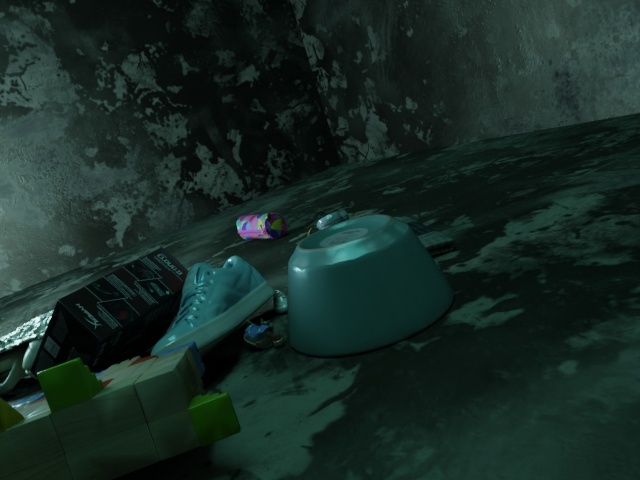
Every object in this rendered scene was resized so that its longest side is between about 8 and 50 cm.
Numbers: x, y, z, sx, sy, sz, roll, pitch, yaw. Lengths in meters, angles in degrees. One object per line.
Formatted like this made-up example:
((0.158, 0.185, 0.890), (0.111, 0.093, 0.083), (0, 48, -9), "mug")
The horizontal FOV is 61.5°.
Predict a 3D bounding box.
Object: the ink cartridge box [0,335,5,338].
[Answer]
((-0.798, 0.286, 1.353), (0.048, 0.083, 0.028), (-27, 3, -36), "ink cartridge box")

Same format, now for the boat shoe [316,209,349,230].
((0.036, -0.024, 1.331), (0.083, 0.076, 0.226), (-25, -1, 11), "boat shoe")

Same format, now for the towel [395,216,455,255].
((0.119, 0.031, 1.288), (0.324, 0.056, 0.312), (-18, 15, -8), "towel")

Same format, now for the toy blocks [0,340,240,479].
((-0.299, 0.240, 0.730), (0.381, 0.191, 0.261), (-20, 1, -5), "toy blocks")

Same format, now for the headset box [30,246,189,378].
((-0.389, 0.155, 1.062), (0.218, 0.110, 0.293), (-54, -8, 31), "headset box")

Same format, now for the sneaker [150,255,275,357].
((-0.227, 0.127, 1.023), (0.135, 0.150, 0.366), (-43, -3, 22), "sneaker")

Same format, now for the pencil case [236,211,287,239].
((-0.221, -0.052, 1.980), (0.104, 0.104, 0.236), (-26, 14, -32), "pencil case")

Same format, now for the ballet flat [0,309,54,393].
((-0.641, 0.263, 1.189), (0.409, 0.147, 0.147), (-21, 11, 16), "ballet flat")

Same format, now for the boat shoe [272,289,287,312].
((-0.087, 0.128, 1.158), (0.035, 0.035, 0.100), (-20, 12, -9), "boat shoe")

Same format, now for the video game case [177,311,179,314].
((-0.365, 0.154, 1.460), (0.285, 0.025, 0.204), (-14, 13, 21), "video game case")

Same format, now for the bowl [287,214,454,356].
((0.065, 0.059, 0.958), (0.311, 0.163, 0.311), (-17, 13, 4), "bowl")

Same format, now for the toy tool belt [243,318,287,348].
((-0.104, 0.167, 0.977), (0.083, 0.051, 0.052), (-6, 17, 41), "toy tool belt")

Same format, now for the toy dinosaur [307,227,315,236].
((0.000, 0.000, 1.524), (0.211, 0.064, 0.112), (-24, 15, -23), "toy dinosaur")
